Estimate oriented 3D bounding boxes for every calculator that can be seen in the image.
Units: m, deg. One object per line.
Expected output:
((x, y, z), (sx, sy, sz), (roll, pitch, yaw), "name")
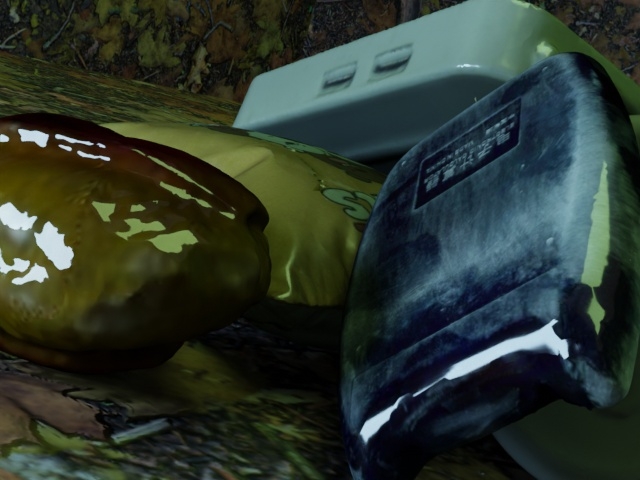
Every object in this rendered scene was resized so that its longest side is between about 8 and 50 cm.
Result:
((0.082, 0.000, 0.550), (0.040, 0.177, 0.268), (43, 33, -21), "calculator")

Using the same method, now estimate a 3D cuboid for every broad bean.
((-0.117, 0.002, 0.562), (0.156, 0.122, 0.228), (6, 13, -41), "broad bean")

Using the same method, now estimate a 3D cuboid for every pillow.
((0.000, 0.000, 0.781), (0.310, 0.119, 0.312), (15, 13, -44), "pillow")

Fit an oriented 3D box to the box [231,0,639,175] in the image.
((0.150, -0.053, 0.953), (0.367, 0.090, 0.373), (28, -18, -30), "box")

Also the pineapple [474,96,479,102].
((0.145, -0.050, 0.699), (0.116, 0.137, 0.069), (-8, 54, -19), "pineapple")

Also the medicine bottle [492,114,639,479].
((0.259, 0.049, 0.681), (0.208, 0.208, 0.340), (25, 12, 41), "medicine bottle")
